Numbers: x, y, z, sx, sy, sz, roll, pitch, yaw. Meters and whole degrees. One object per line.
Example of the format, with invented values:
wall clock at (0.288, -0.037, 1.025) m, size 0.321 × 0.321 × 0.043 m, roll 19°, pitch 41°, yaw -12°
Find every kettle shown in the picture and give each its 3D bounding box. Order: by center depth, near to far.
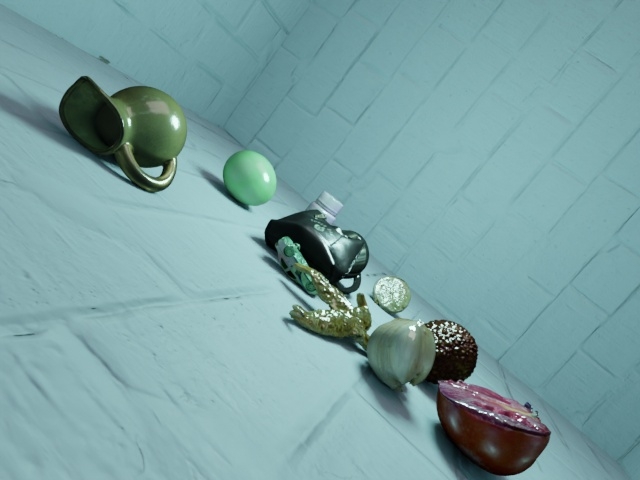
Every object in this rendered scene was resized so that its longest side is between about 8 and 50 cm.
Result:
kettle at (0.051, 0.084, 1.918) m, size 0.207 × 0.251 × 0.271 m, roll 4°, pitch 5°, yaw 32°

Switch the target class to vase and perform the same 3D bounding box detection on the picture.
vase at (-0.530, -0.292, 1.345) m, size 0.329 × 0.241 × 0.302 m, roll 65°, pitch 24°, yaw 3°

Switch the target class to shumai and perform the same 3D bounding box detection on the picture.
shumai at (0.327, 0.269, 2.250) m, size 0.201 × 0.201 × 0.120 m, roll 40°, pitch -32°, yaw 8°

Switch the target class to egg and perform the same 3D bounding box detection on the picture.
egg at (-0.306, -0.268, 2.028) m, size 0.269 × 0.220 × 0.220 m, roll 57°, pitch 16°, yaw 27°

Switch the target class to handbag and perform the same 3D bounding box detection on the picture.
handbag at (0.000, 0.000, 1.741) m, size 0.342 × 0.152 × 0.288 m, roll 36°, pitch 36°, yaw 17°

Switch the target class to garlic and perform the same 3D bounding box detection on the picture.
garlic at (0.220, 0.322, 1.328) m, size 0.185 × 0.203 × 0.281 m, roll 4°, pitch -6°, yaw -1°

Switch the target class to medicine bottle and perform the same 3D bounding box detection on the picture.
medicine bottle at (-0.012, -0.112, 2.322) m, size 0.152 × 0.254 × 0.152 m, roll 37°, pitch 10°, yaw -7°

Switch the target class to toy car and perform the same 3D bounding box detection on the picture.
toy car at (-0.078, 0.092, 1.578) m, size 0.224 × 0.076 × 0.090 m, roll 58°, pitch 11°, yaw 0°

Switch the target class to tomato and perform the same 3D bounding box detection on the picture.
tomato at (0.436, 0.508, 1.265) m, size 0.290 × 0.176 × 0.335 m, roll 19°, pitch 3°, yaw 6°

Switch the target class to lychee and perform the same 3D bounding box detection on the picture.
lychee at (0.410, 0.388, 1.611) m, size 0.271 × 0.236 × 0.236 m, roll 7°, pitch 26°, yaw -35°

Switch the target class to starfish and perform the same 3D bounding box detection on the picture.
starfish at (0.046, 0.198, 1.418) m, size 0.432 × 0.082 × 0.324 m, roll 32°, pitch 24°, yaw -33°
